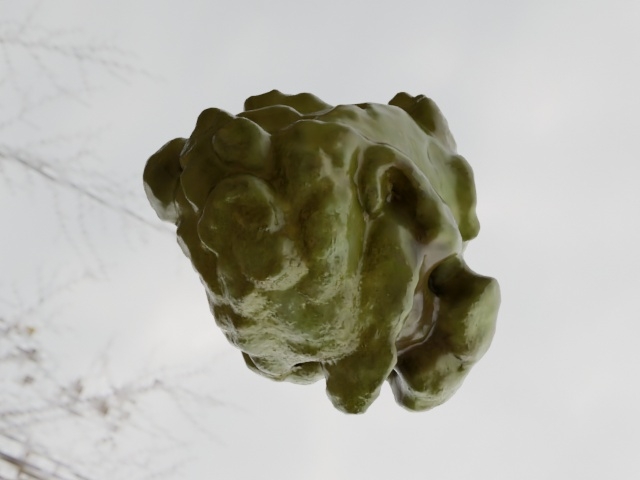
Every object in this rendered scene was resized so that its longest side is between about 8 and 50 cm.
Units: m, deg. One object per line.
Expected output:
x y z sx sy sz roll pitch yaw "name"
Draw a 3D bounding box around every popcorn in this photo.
0.000 0.000 1.289 0.242 0.250 0.235 51 -56 49 "popcorn"
